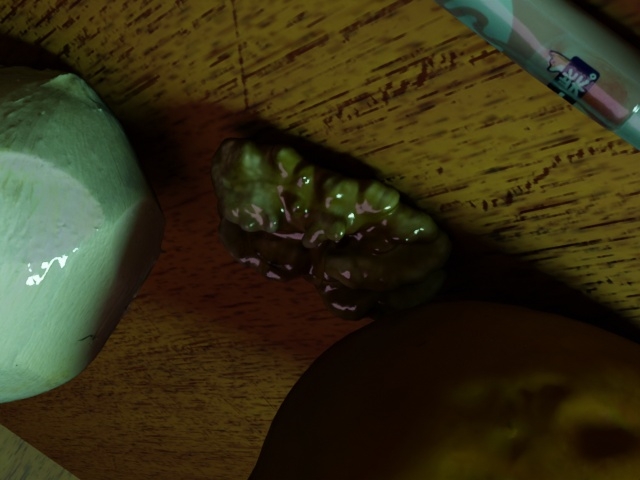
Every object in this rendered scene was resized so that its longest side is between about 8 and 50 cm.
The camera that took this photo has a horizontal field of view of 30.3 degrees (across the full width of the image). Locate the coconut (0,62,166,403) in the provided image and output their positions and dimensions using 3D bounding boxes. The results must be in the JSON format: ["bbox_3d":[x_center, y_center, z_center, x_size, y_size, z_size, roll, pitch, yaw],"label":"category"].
[{"bbox_3d":[-0.223,-0.015,0.849,0.227,0.230,0.227,35,-175,-4],"label":"coconut"}]

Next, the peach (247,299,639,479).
[{"bbox_3d":[0.101,0.211,0.745,0.342,0.302,0.343,15,158,6],"label":"peach"}]

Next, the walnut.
[{"bbox_3d":[0.000,0.000,0.780,0.170,0.069,0.143,23,153,13],"label":"walnut"}]

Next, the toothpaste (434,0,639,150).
[{"bbox_3d":[0.077,-0.108,0.523,0.205,0.036,0.056,36,158,0],"label":"toothpaste"}]
